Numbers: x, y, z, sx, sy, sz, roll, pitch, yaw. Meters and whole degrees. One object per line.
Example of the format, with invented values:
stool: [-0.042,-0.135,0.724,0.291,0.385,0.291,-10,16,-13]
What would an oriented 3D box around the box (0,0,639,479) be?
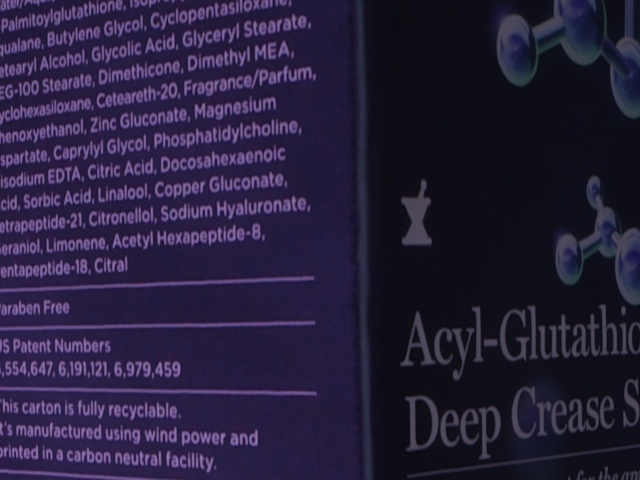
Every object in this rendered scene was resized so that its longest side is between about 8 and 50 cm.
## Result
box: [0.029,-0.032,0.750,0.293,0.212,0.395,1,86,-49]
